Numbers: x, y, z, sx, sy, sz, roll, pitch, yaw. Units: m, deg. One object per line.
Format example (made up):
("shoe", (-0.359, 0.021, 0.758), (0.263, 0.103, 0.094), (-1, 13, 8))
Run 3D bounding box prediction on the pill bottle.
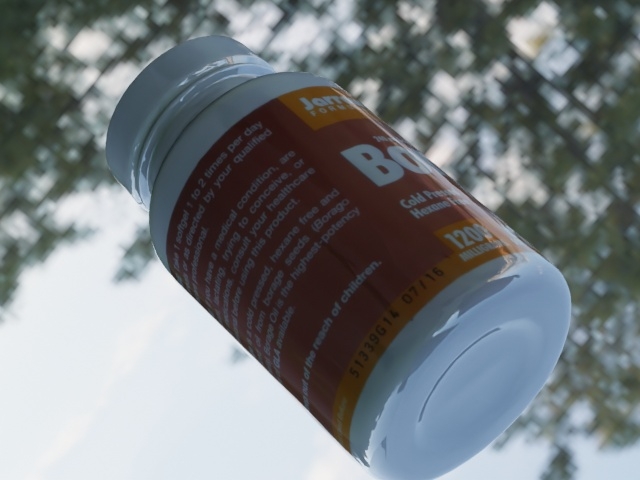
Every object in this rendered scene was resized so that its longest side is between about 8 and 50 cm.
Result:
("pill bottle", (0.000, 0.000, 0.800), (0.121, 0.216, 0.121), (-31, 145, -25))
